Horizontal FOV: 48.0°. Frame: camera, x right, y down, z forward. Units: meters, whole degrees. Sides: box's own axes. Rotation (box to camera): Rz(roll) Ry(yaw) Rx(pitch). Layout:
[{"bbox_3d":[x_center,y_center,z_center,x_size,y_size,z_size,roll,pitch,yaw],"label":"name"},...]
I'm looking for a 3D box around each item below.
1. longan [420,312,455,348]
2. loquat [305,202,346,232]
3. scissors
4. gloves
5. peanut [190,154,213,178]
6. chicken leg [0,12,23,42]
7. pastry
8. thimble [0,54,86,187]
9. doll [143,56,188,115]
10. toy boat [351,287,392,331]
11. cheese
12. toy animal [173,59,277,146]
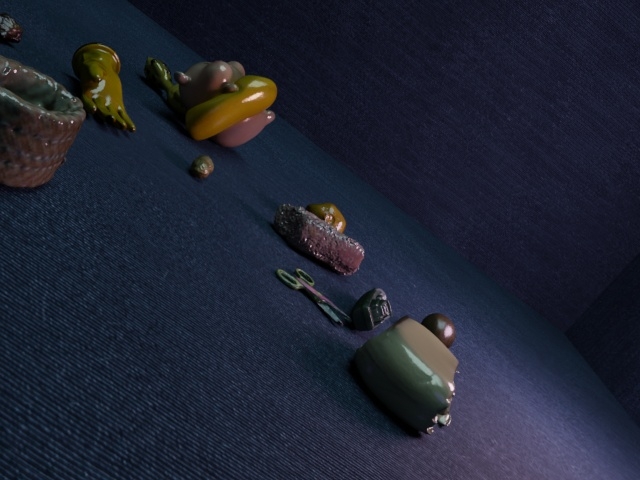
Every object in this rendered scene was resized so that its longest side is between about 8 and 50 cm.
[{"bbox_3d":[0.303,0.245,1.868,0.113,0.092,0.113,-6,90,-69],"label":"longan"},{"bbox_3d":[0.009,-0.052,2.045,0.137,0.113,0.137,24,-5,2],"label":"loquat"},{"bbox_3d":[-0.010,0.122,1.583,0.187,0.020,0.133,41,16,18],"label":"scissors"},{"bbox_3d":[-0.509,-0.351,1.707,0.133,0.116,0.294,18,29,-38],"label":"gloves"},{"bbox_3d":[-0.296,-0.184,1.799,0.054,0.054,0.113,36,15,-11],"label":"peanut"},{"bbox_3d":[-0.795,-0.530,1.578,0.304,0.093,0.113,37,28,-44],"label":"chicken leg"},{"bbox_3d":[0.000,-0.001,1.853,0.265,0.102,0.112,30,-3,-9],"label":"pastry"},{"bbox_3d":[-0.475,-0.186,1.097,0.196,0.148,0.229,44,16,23],"label":"thimble"},{"bbox_3d":[-0.472,-0.482,2.272,0.291,0.086,0.117,47,-14,28],"label":"doll"},{"bbox_3d":[0.131,0.157,1.691,0.260,0.085,0.078,-24,100,-76],"label":"toy boat"},{"bbox_3d":[0.188,0.263,1.410,0.233,0.127,0.266,44,16,10],"label":"cheese"},{"bbox_3d":[-0.279,-0.443,2.154,0.246,0.278,0.345,58,16,12],"label":"toy animal"}]
